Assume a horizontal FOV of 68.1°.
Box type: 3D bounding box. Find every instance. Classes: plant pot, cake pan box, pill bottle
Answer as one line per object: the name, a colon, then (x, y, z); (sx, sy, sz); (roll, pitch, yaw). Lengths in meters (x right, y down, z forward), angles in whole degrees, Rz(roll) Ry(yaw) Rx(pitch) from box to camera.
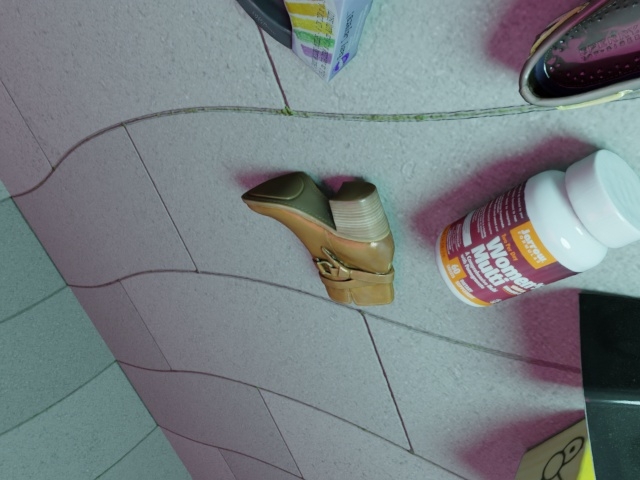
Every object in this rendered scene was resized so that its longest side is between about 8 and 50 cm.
plant pot: (0.403, 0.184, 0.549); (0.166, 0.188, 0.188); (-7, 116, 29)
cake pan box: (-0.049, -0.331, 0.529); (0.246, 0.070, 0.267); (44, 171, 2)
pill bottle: (0.253, -0.007, 0.562); (0.121, 0.121, 0.221); (50, 140, -2)

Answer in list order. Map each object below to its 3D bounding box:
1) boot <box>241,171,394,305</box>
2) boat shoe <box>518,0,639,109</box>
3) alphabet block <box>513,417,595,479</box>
boot: (0.000, 0.000, 0.822); (0.283, 0.109, 0.220); (5, 128, 30)
boat shoe: (0.319, -0.197, 0.375); (0.324, 0.096, 0.117); (-16, 110, 47)
alphabet block: (0.412, 0.418, 0.704); (0.193, 0.192, 0.197); (35, 139, 13)
